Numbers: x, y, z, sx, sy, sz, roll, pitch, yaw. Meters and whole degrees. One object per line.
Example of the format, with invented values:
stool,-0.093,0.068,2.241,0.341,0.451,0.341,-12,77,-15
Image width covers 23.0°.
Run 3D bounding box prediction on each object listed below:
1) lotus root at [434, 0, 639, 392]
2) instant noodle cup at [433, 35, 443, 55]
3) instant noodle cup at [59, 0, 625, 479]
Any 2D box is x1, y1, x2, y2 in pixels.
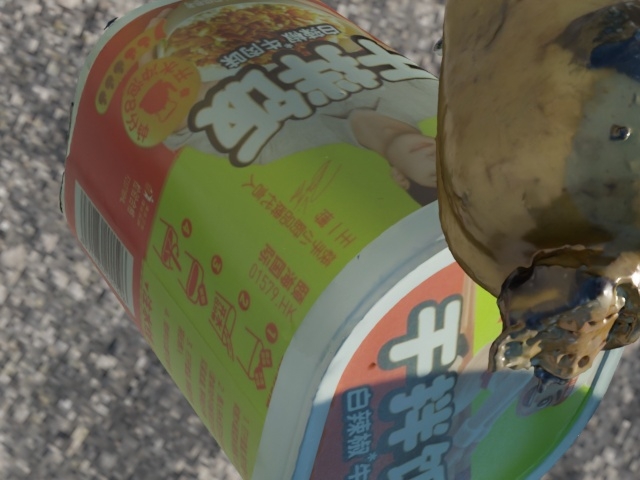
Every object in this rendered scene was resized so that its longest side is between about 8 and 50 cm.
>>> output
lotus root,0.120,-0.059,0.702,0.154,0.140,0.257,102,-12,-62
instant noodle cup,0.295,-0.119,1.332,0.284,0.284,0.312,-40,99,-27
instant noodle cup,0.000,0.000,0.975,0.294,0.308,0.294,-27,141,-24
